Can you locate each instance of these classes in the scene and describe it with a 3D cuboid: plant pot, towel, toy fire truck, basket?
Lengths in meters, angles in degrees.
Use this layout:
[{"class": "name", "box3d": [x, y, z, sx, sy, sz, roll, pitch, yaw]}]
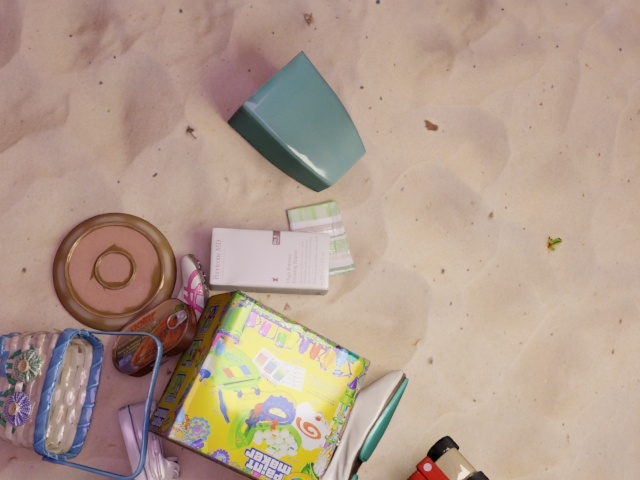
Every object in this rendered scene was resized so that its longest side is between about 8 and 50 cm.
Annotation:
[{"class": "plant pot", "box3d": [-0.397, 0.058, 1.738, 0.236, 0.032, 0.236, 2, 79, -11]}, {"class": "towel", "box3d": [0.000, 0.000, 1.825, 0.113, 0.023, 0.152, -11, 81, -13]}, {"class": "plant pot", "box3d": [-0.036, -0.218, 1.793, 0.166, 0.165, 0.234, -44, 98, -15]}, {"class": "toy fire truck", "box3d": [0.180, 0.493, 1.678, 0.246, 0.217, 0.158, -39, 59, -9]}, {"class": "basket", "box3d": [-0.435, 0.280, 1.595, 0.289, 0.201, 0.254, 5, 77, 5]}]

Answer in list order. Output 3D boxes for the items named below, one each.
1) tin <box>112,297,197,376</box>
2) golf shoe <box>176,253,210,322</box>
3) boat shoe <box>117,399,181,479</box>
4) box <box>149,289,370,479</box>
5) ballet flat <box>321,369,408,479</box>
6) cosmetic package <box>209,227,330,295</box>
[{"class": "tin", "box3d": [-0.309, 0.181, 1.676, 0.190, 0.040, 0.106, -33, 57, 19]}, {"class": "golf shoe", "box3d": [-0.253, 0.119, 1.734, 0.086, 0.067, 0.186, -10, 82, -11]}, {"class": "boat shoe", "box3d": [-0.299, 0.420, 1.654, 0.084, 0.095, 0.258, -18, 84, -9]}, {"class": "box", "box3d": [-0.113, 0.282, 1.636, 0.290, 0.177, 0.279, 31, 72, -18]}, {"class": "ballet flat", "box3d": [0.034, 0.408, 1.711, 0.139, 0.139, 0.400, 27, 77, -4]}, {"class": "cosmetic package", "box3d": [-0.099, 0.042, 1.756, 0.231, 0.085, 0.117, 2, 77, -5]}]
